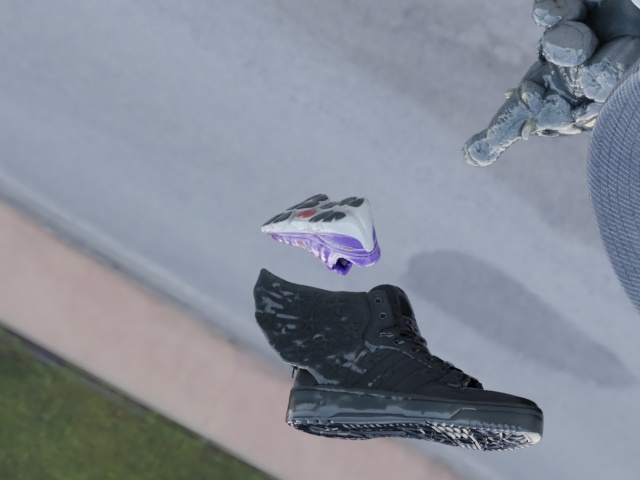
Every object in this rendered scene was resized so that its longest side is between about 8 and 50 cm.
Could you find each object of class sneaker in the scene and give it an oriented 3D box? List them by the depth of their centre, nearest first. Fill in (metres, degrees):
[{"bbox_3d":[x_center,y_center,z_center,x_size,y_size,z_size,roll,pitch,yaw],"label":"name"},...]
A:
[{"bbox_3d":[0.039,0.061,0.697,0.170,0.089,0.051,-1,155,26],"label":"sneaker"},{"bbox_3d":[0.000,0.000,1.237,0.170,0.068,0.071,10,125,64],"label":"sneaker"}]

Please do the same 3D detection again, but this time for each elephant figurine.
[{"bbox_3d":[0.280,-0.176,1.420,0.186,0.169,0.239,22,150,8],"label":"elephant figurine"}]

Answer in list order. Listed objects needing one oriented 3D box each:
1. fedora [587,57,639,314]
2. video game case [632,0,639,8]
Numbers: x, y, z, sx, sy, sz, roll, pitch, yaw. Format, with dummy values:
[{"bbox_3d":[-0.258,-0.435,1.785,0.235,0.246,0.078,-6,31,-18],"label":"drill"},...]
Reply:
[{"bbox_3d":[0.312,-0.038,0.789,0.275,0.124,0.244,-19,96,53],"label":"fedora"},{"bbox_3d":[0.402,-0.214,1.275,0.190,0.173,0.022,40,135,-2],"label":"video game case"}]
